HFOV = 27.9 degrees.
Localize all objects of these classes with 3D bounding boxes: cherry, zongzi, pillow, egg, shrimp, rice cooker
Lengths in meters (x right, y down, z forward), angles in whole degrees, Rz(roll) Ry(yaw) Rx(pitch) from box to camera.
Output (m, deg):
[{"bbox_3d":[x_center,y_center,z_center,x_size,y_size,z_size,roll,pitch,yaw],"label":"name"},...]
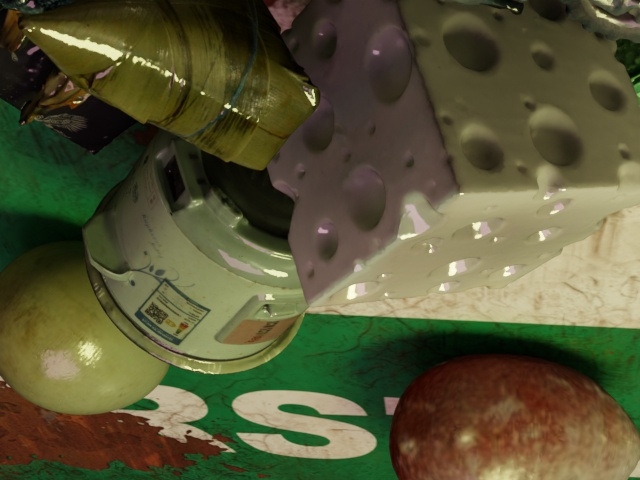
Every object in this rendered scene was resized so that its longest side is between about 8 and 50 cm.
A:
[{"bbox_3d":[0.257,0.312,1.810,0.335,0.291,0.326,-2,133,-12],"label":"cherry"},{"bbox_3d":[-0.156,-0.195,1.049,0.274,0.251,0.125,17,122,-42],"label":"zongzi"},{"bbox_3d":[-0.274,-0.170,1.348,0.141,0.055,0.208,-26,136,33],"label":"pillow"},{"bbox_3d":[-0.305,0.120,1.678,0.218,0.218,0.295,-9,158,24],"label":"egg"},{"bbox_3d":[-0.242,-0.200,1.240,0.254,0.059,0.145,-32,135,23],"label":"shrimp"},{"bbox_3d":[-0.102,-0.009,1.380,0.317,0.264,0.316,-20,160,-8],"label":"rice cooker"}]

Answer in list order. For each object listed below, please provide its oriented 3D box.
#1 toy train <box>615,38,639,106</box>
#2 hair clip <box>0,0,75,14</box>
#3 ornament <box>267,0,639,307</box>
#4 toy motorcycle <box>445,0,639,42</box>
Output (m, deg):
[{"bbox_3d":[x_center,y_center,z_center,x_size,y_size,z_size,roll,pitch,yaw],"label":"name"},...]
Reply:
[{"bbox_3d":[0.344,-0.157,1.199,0.154,0.115,0.269,35,140,-25],"label":"toy train"},{"bbox_3d":[-0.285,-0.313,1.003,0.310,0.194,0.206,30,149,-34],"label":"hair clip"},{"bbox_3d":[0.111,-0.100,1.140,0.240,0.239,0.240,-5,159,-34],"label":"ornament"},{"bbox_3d":[0.158,-0.285,0.962,0.416,0.172,0.232,26,146,-19],"label":"toy motorcycle"}]
